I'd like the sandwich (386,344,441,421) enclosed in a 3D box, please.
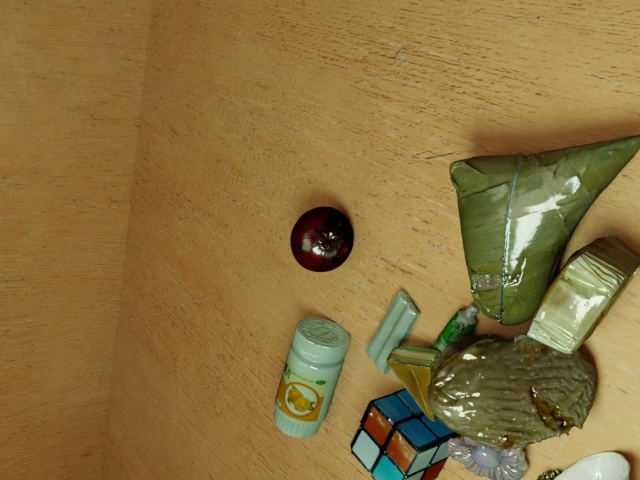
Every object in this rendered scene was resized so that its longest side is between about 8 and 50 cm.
[{"bbox_3d":[0.229,0.341,1.710,0.114,0.079,0.163,6,119,29],"label":"sandwich"}]

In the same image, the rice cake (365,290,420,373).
[{"bbox_3d":[0.185,0.237,1.823,0.085,0.040,0.226,47,127,35],"label":"rice cake"}]

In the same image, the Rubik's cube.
[{"bbox_3d":[0.204,0.489,1.738,0.183,0.167,0.180,42,125,38],"label":"Rubik's cube"}]

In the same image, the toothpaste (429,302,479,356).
[{"bbox_3d":[0.306,0.242,1.687,0.078,0.047,0.248,41,126,20],"label":"toothpaste"}]

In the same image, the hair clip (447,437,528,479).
[{"bbox_3d":[0.411,0.439,1.540,0.173,0.069,0.300,39,124,-6],"label":"hair clip"}]

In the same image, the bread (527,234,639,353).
[{"bbox_3d":[0.496,0.099,1.343,0.110,0.192,0.209,39,125,25],"label":"bread"}]

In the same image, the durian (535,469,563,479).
[{"bbox_3d":[0.456,0.600,1.523,0.139,0.145,0.252,-120,37,-55],"label":"durian"}]

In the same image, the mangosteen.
[{"bbox_3d":[0.000,0.000,1.921,0.200,0.200,0.199,8,100,48],"label":"mangosteen"}]

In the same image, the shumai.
[{"bbox_3d":[0.365,0.304,1.485,0.283,0.346,0.216,144,115,-76],"label":"shumai"}]

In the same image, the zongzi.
[{"bbox_3d":[0.458,-0.010,1.400,0.393,0.174,0.355,-5,95,42],"label":"zongzi"}]

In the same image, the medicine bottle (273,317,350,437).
[{"bbox_3d":[-0.031,0.389,1.998,0.158,0.158,0.318,35,120,40],"label":"medicine bottle"}]

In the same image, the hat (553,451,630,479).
[{"bbox_3d":[0.544,0.516,1.378,0.126,0.203,0.203,53,134,1],"label":"hat"}]
